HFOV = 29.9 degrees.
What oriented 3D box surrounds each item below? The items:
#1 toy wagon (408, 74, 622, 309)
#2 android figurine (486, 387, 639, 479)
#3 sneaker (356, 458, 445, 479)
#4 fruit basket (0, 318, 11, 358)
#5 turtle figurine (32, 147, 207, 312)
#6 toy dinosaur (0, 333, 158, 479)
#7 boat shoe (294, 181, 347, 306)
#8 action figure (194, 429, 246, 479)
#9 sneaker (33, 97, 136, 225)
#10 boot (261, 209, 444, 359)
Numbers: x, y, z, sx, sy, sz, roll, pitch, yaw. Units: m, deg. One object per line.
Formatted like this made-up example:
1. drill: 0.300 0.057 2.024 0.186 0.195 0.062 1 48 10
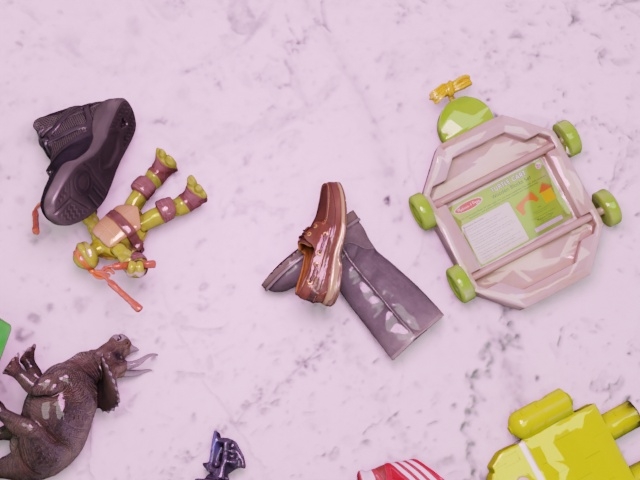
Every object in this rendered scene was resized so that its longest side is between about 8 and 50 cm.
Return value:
1. toy wagon: 0.263 -0.078 1.748 0.267 0.068 0.344 -26 83 -8
2. android figurine: 0.349 0.342 1.692 0.273 0.056 0.248 -24 83 -9
3. sneaker: 0.141 0.400 1.640 0.128 0.087 0.221 -18 71 -8
4. fruit basket: -0.634 0.189 1.566 0.392 0.283 0.392 1 86 -20
5. turtle figurine: -0.264 -0.017 1.686 0.217 0.087 0.269 -40 53 -14
6. toy dinosaur: -0.373 0.245 1.626 0.160 0.121 0.313 33 82 -1
7. boat shoe: 0.000 0.000 1.652 0.060 0.064 0.178 9 74 -13
8. action figure: -0.128 0.403 1.560 0.330 0.178 0.341 -6 68 18
9. sneaker: -0.355 -0.108 1.676 0.130 0.087 0.227 -2 49 24
10. boot: 0.045 0.084 1.713 0.189 0.076 0.208 -35 91 -6
